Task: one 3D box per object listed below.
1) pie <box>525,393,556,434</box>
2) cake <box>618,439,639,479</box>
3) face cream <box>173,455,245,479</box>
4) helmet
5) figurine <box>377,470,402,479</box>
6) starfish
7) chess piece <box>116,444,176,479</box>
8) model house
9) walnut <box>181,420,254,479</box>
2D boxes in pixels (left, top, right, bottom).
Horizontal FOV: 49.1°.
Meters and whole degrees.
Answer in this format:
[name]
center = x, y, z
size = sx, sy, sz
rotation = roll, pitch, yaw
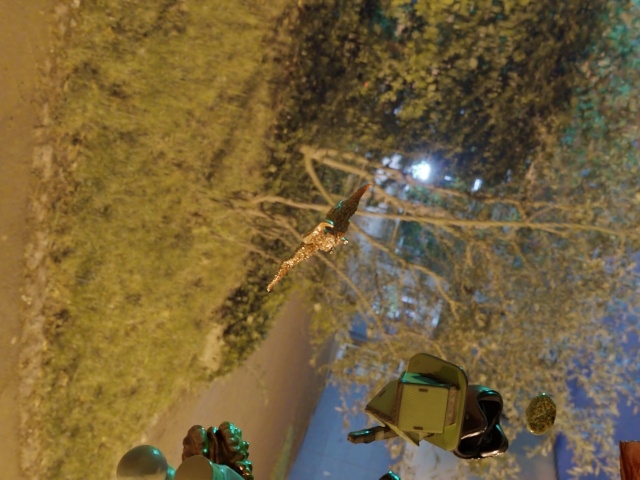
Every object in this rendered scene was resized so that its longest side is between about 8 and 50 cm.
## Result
[pie]
center = 0.447, 0.355, 1.422
size = 0.017, 0.085, 0.085
rotation = -3, -112, 64
[cake]
center = 0.604, 0.441, 1.259
size = 0.287, 0.098, 0.135
rotation = 32, 48, -47
[face cream]
center = -0.165, 0.438, 1.176
size = 0.224, 0.070, 0.114
rotation = 62, 35, -47
[helmet]
center = 0.430, 0.512, 1.983
size = 0.216, 0.193, 0.189
rotation = -54, 129, -12
[figurine]
center = 0.267, 0.775, 1.805
size = 0.167, 0.370, 0.281
rotation = -15, 140, -37
[starfish]
center = 0.020, -0.012, 1.756
size = 0.293, 0.084, 0.301
rotation = -41, 169, -49
[chess piece]
center = -0.327, 0.507, 1.406
size = 0.133, 0.133, 0.243
rotation = -65, 144, -48
[model house]
center = 0.191, 0.397, 1.695
size = 0.278, 0.204, 0.219
rotation = 4, 95, -38
[walnut]
center = -0.194, 0.421, 1.298
size = 0.069, 0.142, 0.170
rotation = 123, -42, -60
